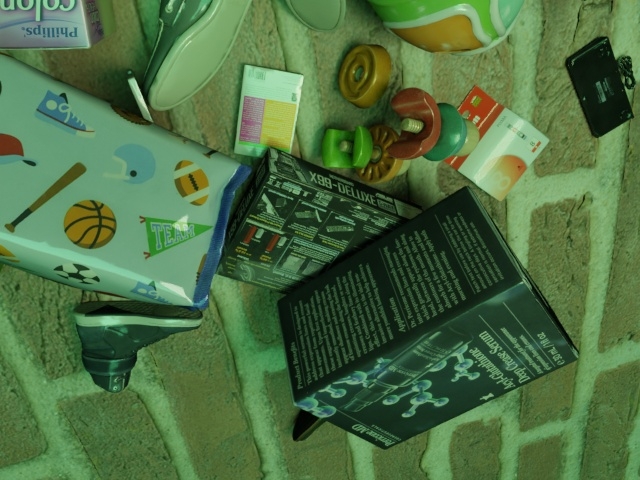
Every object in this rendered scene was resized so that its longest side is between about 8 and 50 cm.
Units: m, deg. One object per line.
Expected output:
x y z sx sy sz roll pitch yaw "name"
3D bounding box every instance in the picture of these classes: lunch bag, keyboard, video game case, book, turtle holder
-0.318 -0.055 0.717 0.328 0.385 0.238 24 74 -22 "lunch bag"
0.533 -0.289 0.973 0.108 0.023 0.180 -32 119 11 "keyboard"
-0.264 -0.204 0.772 0.011 0.122 0.087 -23 119 -11 "video game case"
-0.087 -0.209 0.863 0.096 0.035 0.144 7 114 -13 "book"
0.187 -0.413 0.736 0.243 0.320 0.227 -17 143 34 "turtle holder"

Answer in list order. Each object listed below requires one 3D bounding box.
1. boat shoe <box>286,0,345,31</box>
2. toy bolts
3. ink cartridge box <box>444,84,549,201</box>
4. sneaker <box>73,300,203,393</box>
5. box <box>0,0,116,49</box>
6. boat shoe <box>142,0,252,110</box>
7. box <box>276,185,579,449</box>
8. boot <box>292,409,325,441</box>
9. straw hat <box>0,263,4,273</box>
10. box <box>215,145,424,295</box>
-0.017 -0.389 0.714 0.095 0.254 0.079 3 74 19 "boat shoe"
0.140 -0.195 0.840 0.159 0.229 0.218 3 97 -39 "toy bolts"
0.313 -0.176 0.966 0.179 0.045 0.145 28 106 -26 "ink cartridge box"
-0.329 0.196 0.968 0.226 0.086 0.163 0 105 -3 "sneaker"
-0.337 -0.367 0.623 0.117 0.213 0.242 -6 117 -11 "box"
-0.176 -0.338 0.757 0.099 0.116 0.319 41 110 10 "boat shoe"
0.173 0.151 0.895 0.396 0.212 0.293 -33 133 18 "box"
0.035 0.376 1.153 0.106 0.082 0.219 33 103 -22 "boot"
-0.562 0.043 0.857 0.145 0.144 0.061 -22 157 -2 "straw hat"
0.000 0.000 0.928 0.308 0.076 0.242 18 127 -21 "box"
